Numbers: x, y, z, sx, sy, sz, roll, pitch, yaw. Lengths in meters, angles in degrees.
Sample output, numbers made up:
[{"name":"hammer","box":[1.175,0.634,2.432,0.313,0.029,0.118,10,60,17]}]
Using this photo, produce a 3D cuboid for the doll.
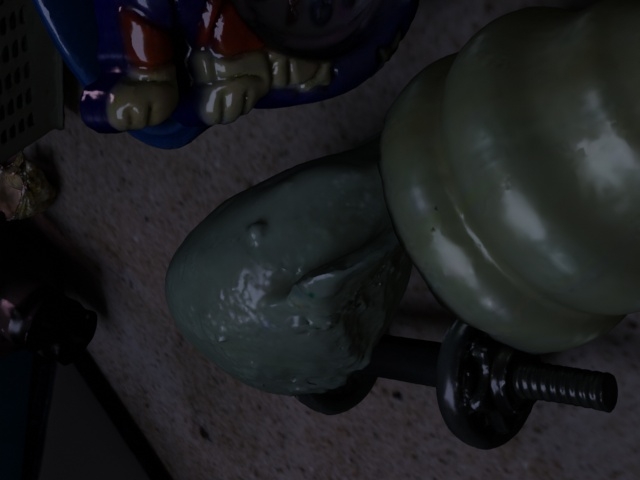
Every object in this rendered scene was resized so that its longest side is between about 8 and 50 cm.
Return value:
[{"name":"doll","box":[-0.311,0.014,0.862,0.257,0.117,0.182,34,169,20]}]

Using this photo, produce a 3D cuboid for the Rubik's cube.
[{"name":"Rubik's cube","box":[-0.344,0.277,0.980,0.307,0.305,0.310,-15,109,50]}]

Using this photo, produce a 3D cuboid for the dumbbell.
[{"name":"dumbbell","box":[0.048,0.066,0.579,0.254,0.081,0.082,3,123,45]}]

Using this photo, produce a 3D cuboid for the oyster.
[{"name":"oyster","box":[-0.236,-0.052,0.826,0.083,0.038,0.081,56,142,38]}]

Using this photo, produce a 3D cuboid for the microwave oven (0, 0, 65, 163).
[{"name":"microwave oven","box":[-0.399,-0.185,0.615,0.394,0.333,0.247,37,145,16]}]

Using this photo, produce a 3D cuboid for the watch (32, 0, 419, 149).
[{"name":"watch","box":[-0.067,-0.141,0.470,0.200,0.171,0.196,13,119,54]}]

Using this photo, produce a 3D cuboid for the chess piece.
[{"name":"chess piece","box":[0.139,-0.060,0.348,0.133,0.133,0.243,51,139,-2]}]

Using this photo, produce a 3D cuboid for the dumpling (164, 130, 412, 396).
[{"name":"dumpling","box":[0.002,0.015,0.516,0.219,0.152,0.108,-14,100,64]}]
